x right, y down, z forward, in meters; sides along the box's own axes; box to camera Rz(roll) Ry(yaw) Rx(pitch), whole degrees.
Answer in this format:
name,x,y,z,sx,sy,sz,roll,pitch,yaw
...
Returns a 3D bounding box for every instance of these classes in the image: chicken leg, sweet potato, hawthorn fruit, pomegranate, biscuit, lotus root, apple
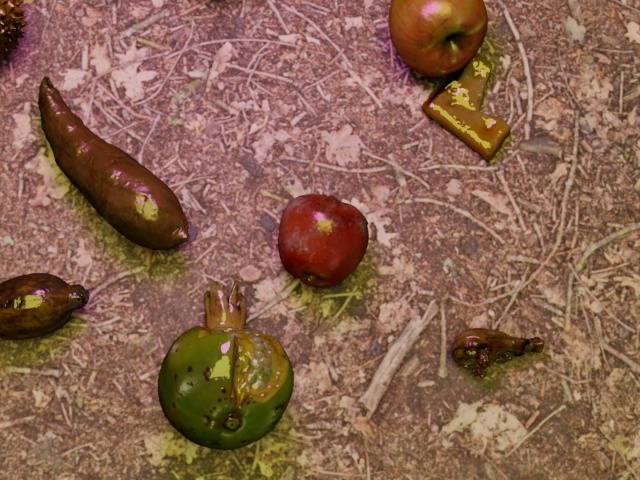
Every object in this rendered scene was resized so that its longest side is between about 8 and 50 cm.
name,x,y,z,sx,sy,sz,roll,pitch,yaw
chicken leg,0.332,0.206,1.765,0.178,0.070,0.093,-3,77,-15
sweet potato,-0.397,-0.127,1.757,0.130,0.130,0.422,-42,77,-12
hawthorn fruit,0.000,0.000,1.736,0.172,0.173,0.173,1,76,-4
pomegranate,-0.170,0.216,1.660,0.235,0.236,0.302,-6,46,-6
biscuit,0.315,-0.269,1.888,0.183,0.039,0.174,42,75,6
lotus root,-0.516,0.115,1.689,0.209,0.120,0.120,-15,78,-5
apple,0.224,-0.426,1.841,0.195,0.196,0.196,1,76,-4

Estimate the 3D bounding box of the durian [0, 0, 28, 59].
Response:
name,x,y,z,sx,sy,sz,roll,pitch,yaw
durian,-0.689,-0.418,1.747,0.292,0.258,0.258,-30,80,-5
